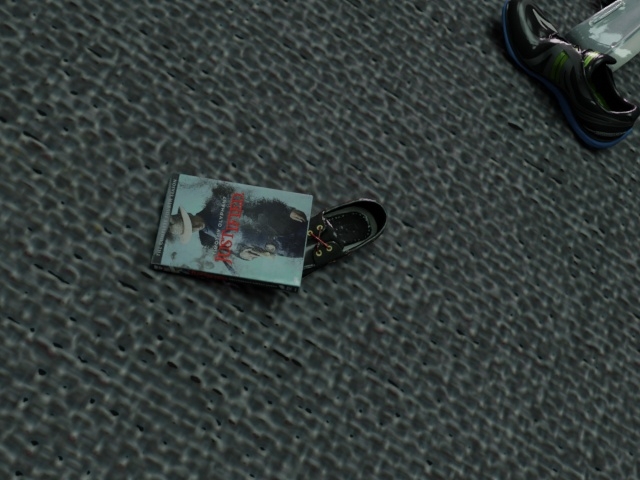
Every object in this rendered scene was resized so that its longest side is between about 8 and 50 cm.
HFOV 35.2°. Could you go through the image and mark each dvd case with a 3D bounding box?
[{"bbox_3d":[-0.070,-0.007,0.817,0.119,0.013,0.087,9,62,-2],"label":"dvd case"}]

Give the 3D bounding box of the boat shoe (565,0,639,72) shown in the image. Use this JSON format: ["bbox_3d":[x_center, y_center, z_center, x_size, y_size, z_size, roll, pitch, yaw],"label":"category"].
[{"bbox_3d":[0.352,-0.266,1.130,0.081,0.079,0.227,49,58,-3],"label":"boat shoe"}]

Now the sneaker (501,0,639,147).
[{"bbox_3d":[0.263,-0.184,1.047,0.067,0.078,0.188,-35,84,-35],"label":"sneaker"}]

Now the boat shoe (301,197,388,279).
[{"bbox_3d":[-0.001,-0.002,0.852,0.133,0.042,0.049,-23,81,-31],"label":"boat shoe"}]
